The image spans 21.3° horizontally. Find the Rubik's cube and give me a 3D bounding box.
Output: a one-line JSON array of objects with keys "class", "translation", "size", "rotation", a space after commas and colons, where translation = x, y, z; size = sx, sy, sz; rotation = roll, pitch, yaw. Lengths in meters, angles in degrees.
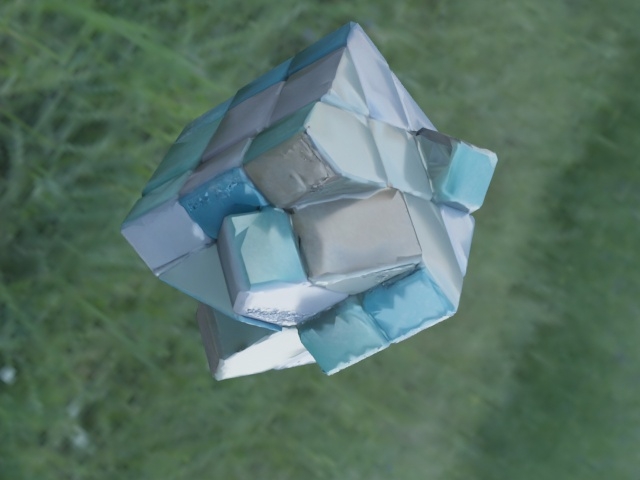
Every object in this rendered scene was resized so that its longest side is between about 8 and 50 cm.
[{"class": "Rubik's cube", "translation": [-0.001, 0.000, 0.427], "size": [0.075, 0.073, 0.084], "rotation": [-20, -152, 41]}]
